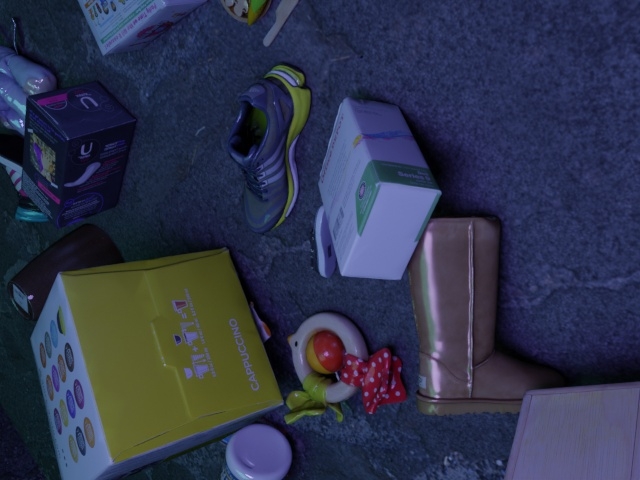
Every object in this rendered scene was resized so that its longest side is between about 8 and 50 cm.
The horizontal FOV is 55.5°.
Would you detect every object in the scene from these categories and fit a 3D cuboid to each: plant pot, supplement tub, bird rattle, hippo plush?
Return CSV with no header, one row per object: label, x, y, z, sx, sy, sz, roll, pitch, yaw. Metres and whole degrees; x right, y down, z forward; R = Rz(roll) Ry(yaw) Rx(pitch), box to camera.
plant pot,-0.642,0.099,1.516,0.215,0.230,0.216,20,124,32
supplement tub,-0.149,0.519,1.349,0.144,0.144,0.200,34,130,22
bird rattle,0.025,0.229,1.099,0.253,0.143,0.207,-39,69,42
hippo plush,-0.751,-0.334,1.366,0.234,0.236,0.294,13,121,35

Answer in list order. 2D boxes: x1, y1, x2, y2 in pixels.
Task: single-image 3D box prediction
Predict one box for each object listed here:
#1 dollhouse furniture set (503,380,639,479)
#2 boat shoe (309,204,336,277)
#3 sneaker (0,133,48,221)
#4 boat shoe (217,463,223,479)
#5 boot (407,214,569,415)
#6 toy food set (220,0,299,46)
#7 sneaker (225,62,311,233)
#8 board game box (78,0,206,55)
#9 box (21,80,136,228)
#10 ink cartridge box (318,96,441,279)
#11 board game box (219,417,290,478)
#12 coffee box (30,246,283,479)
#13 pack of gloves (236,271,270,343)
dollhouse furniture set,0.382,0.396,0.711,0.362,0.256,0.394,-19,118,45
boat shoe,0.000,0.000,1.042,0.040,0.049,0.142,21,127,32
sneaker,-0.757,-0.142,1.568,0.295,0.123,0.179,33,121,21
boat shoe,-0.208,0.697,1.560,0.095,0.112,0.335,-3,115,36
boot,0.235,0.099,0.844,0.089,0.236,0.270,-170,79,-76
toy food set,-0.123,-0.401,0.932,0.192,0.038,0.132,51,135,7
sneaker,-0.104,-0.136,1.003,0.111,0.121,0.300,28,129,27
board game box,-0.345,-0.502,1.028,0.224,0.097,0.304,-11,104,44
box,-0.526,-0.182,1.308,0.143,0.165,0.270,44,134,14
ink cartridge box,0.070,-0.074,0.832,0.212,0.093,0.154,-106,27,-47
board game box,-0.193,0.463,1.478,0.281,0.027,0.145,17,122,33
coffee box,-0.331,0.250,1.188,0.334,0.338,0.338,-43,64,46
pack of gloves,-0.185,0.166,1.309,0.195,0.046,0.232,60,138,18
